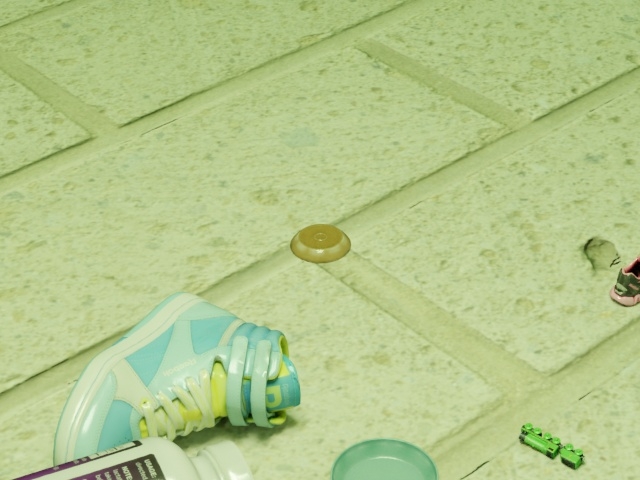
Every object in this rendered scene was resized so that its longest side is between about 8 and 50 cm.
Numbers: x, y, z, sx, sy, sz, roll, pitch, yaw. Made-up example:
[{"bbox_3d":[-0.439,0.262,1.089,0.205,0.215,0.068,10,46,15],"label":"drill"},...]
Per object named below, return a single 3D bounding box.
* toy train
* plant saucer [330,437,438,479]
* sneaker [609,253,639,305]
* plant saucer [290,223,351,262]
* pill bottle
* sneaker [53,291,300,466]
[{"bbox_3d":[0.261,0.233,1.655,0.083,0.017,0.024,25,54,31],"label":"toy train"},{"bbox_3d":[0.070,0.266,1.610,0.119,0.021,0.119,-1,35,1],"label":"plant saucer"},{"bbox_3d":[0.424,0.038,1.886,0.119,0.057,0.047,-27,41,-33],"label":"sneaker"},{"bbox_3d":[0.000,0.000,1.983,0.083,0.015,0.083,-1,36,1],"label":"plant saucer"},{"bbox_3d":[-0.222,0.304,1.431,0.323,0.181,0.181,-15,38,-19],"label":"pill bottle"},{"bbox_3d":[-0.144,0.181,1.647,0.208,0.127,0.319,14,40,22],"label":"sneaker"}]
